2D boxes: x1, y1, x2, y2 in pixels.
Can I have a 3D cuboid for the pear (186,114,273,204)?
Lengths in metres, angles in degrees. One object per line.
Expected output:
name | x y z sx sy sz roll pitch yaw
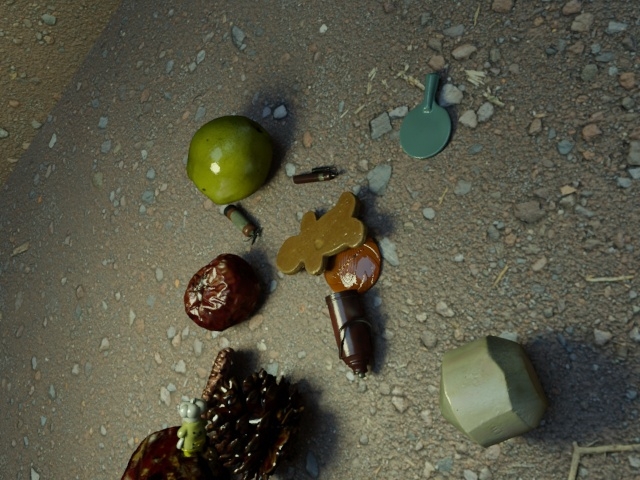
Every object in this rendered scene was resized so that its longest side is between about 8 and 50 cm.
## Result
pear | -0.290 -0.267 1.781 0.294 0.294 0.295 -9 73 33

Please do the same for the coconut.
coconut | 0.363 0.330 1.215 0.241 0.241 0.241 -9 73 33

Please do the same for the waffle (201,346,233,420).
waffle | -0.316 0.435 1.676 0.055 0.221 0.234 21 82 -2

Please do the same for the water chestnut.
water chestnut | -0.454 0.721 1.607 0.346 0.335 0.336 -17 68 13

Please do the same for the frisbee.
frisbee | 0.083 0.065 1.582 0.192 0.035 0.192 -9 74 34

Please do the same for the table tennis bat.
table tennis bat | 0.295 -0.345 1.535 0.152 0.040 0.245 6 86 35

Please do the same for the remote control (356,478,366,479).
remote control | 0.188 0.640 1.319 0.277 0.103 0.056 -5 111 34

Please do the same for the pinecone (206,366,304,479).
pinecone | -0.181 0.502 1.527 0.295 0.242 0.298 36 92 30

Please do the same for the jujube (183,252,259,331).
jujube | -0.307 0.163 1.734 0.232 0.213 0.213 -41 59 14

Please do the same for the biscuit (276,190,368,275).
biscuit | 0.000 0.000 1.630 0.339 0.047 0.216 -36 47 29

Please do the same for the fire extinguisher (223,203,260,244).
fire extinguisher | -0.259 -0.053 1.838 0.062 0.050 0.177 -44 55 -4

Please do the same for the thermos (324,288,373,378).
thermos | 0.082 0.256 1.497 0.124 0.098 0.232 134 124 -64

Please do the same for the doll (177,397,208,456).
doll | -0.353 0.514 1.538 0.062 0.106 0.163 8 101 34

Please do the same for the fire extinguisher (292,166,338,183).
fire extinguisher | -0.008 -0.203 1.716 0.173 0.035 0.049 -2 39 35
